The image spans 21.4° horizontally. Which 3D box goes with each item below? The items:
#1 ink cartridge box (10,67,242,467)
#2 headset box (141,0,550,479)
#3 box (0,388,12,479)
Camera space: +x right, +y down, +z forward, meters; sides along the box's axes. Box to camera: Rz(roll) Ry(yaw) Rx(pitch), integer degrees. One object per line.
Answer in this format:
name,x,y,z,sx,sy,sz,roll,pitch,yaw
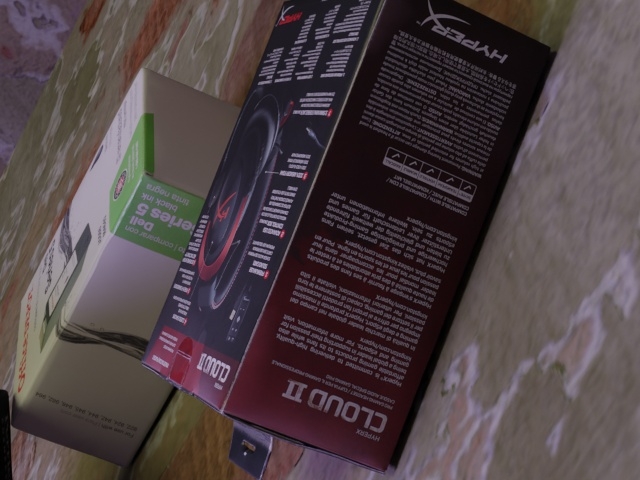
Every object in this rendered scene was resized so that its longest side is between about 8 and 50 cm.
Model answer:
ink cartridge box,-0.159,0.023,1.447,0.273,0.114,0.198,-59,20,24
headset box,0.000,0.000,1.029,0.293,0.110,0.218,-69,18,-4
box,-0.358,0.283,1.246,0.395,0.212,0.294,-107,15,-86
